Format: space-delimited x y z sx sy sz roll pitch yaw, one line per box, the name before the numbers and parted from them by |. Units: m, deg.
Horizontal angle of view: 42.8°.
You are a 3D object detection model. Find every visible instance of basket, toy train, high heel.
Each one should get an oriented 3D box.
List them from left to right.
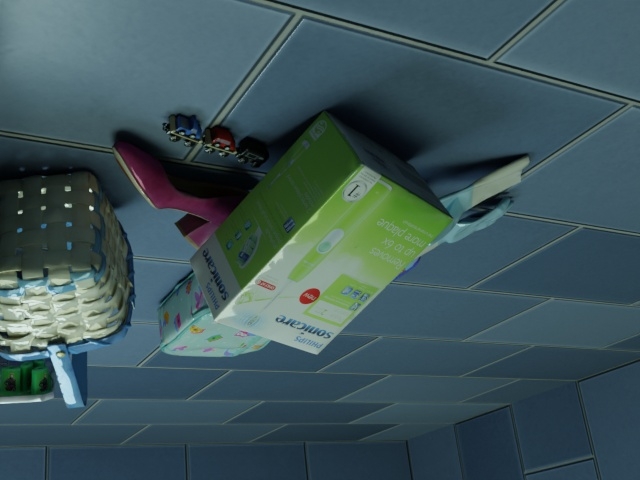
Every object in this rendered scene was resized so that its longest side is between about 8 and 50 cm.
basket | -0.359 0.059 1.136 0.201 0.254 0.289 -10 140 -6
high heel | -0.177 -0.081 1.099 0.117 0.082 0.244 -40 139 -2
toy train | -0.128 -0.125 1.034 0.158 0.027 0.036 15 146 -41

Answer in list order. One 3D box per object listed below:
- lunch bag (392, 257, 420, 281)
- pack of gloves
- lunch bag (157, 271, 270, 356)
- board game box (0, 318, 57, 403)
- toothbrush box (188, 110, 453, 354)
lunch bag | 0.046 0.023 1.330 0.293 0.138 0.221 -18 154 3
pack of gloves | 0.213 -0.021 1.251 0.232 0.046 0.195 -26 157 -6
lunch bag | -0.168 0.139 1.539 0.224 0.107 0.279 8 153 -30
board game box | -0.636 0.182 1.338 0.390 0.050 0.390 0 -171 -16
toothbrush box | 0.000 0.000 1.092 0.283 0.122 0.206 -45 138 18
